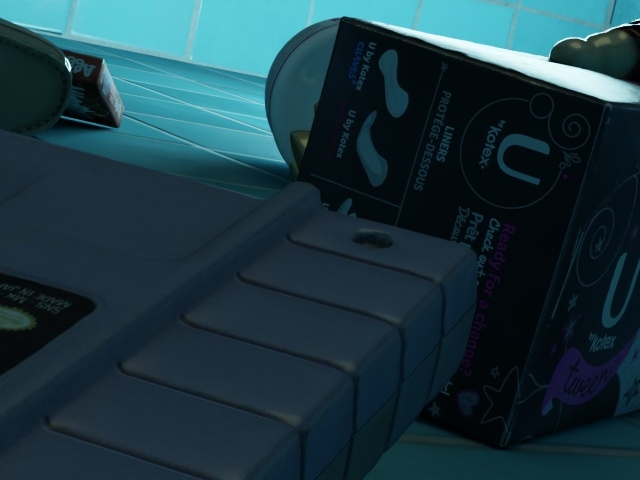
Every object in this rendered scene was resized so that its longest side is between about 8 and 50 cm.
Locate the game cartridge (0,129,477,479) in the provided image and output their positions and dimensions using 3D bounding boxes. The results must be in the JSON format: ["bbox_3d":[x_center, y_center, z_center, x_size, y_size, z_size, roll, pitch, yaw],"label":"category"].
[{"bbox_3d":[-0.154,0.010,0.542,0.355,0.068,0.230,15,19,18],"label":"game cartridge"}]

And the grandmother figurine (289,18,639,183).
[{"bbox_3d":[0.152,-0.088,1.115,0.342,0.104,0.208,-21,-3,-7],"label":"grandmother figurine"}]

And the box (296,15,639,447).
[{"bbox_3d":[0.104,-0.004,0.887,0.142,0.163,0.247,21,11,29],"label":"box"}]

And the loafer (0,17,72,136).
[{"bbox_3d":[-0.296,-0.100,1.178,0.319,0.112,0.111,-3,21,-38],"label":"loafer"}]

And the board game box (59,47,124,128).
[{"bbox_3d":[-0.261,-0.148,1.663,0.145,0.027,0.281,12,-5,-1],"label":"board game box"}]

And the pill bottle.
[{"bbox_3d":[0.027,-0.132,1.726,0.160,0.160,0.283,12,7,-6],"label":"pill bottle"}]
